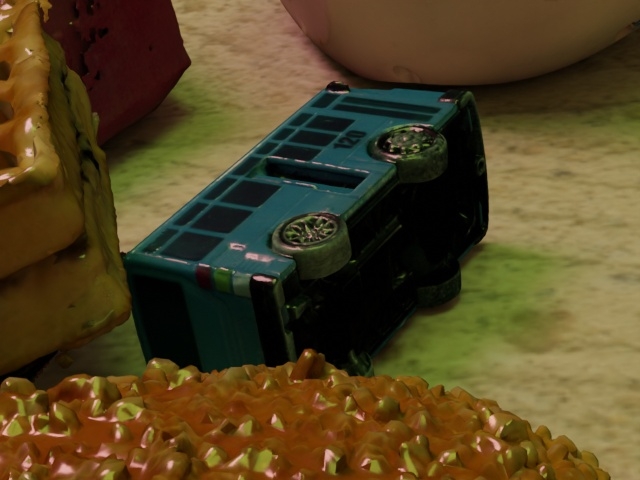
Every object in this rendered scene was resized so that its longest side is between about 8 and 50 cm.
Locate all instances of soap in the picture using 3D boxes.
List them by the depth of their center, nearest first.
[{"bbox_3d":[-0.241,-0.143,0.985,0.325,0.127,0.220,13,35,32],"label":"soap"}]

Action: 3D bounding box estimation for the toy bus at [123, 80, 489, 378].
[{"bbox_3d":[0.000,0.000,0.727,0.106,0.090,0.185,9,35,32],"label":"toy bus"}]

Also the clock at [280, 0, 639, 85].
[{"bbox_3d":[0.134,-0.260,0.982,0.377,0.250,0.368,-21,32,-10],"label":"clock"}]

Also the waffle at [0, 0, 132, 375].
[{"bbox_3d":[-0.241,0.017,0.685,0.308,0.091,0.213,-23,30,2],"label":"waffle"}]

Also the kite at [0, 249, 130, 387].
[{"bbox_3d":[-0.148,0.051,0.691,0.160,0.010,0.183,-34,26,5],"label":"kite"}]

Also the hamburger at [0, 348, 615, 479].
[{"bbox_3d":[-0.030,0.142,0.412,0.302,0.170,0.302,-6,30,3],"label":"hamburger"}]
